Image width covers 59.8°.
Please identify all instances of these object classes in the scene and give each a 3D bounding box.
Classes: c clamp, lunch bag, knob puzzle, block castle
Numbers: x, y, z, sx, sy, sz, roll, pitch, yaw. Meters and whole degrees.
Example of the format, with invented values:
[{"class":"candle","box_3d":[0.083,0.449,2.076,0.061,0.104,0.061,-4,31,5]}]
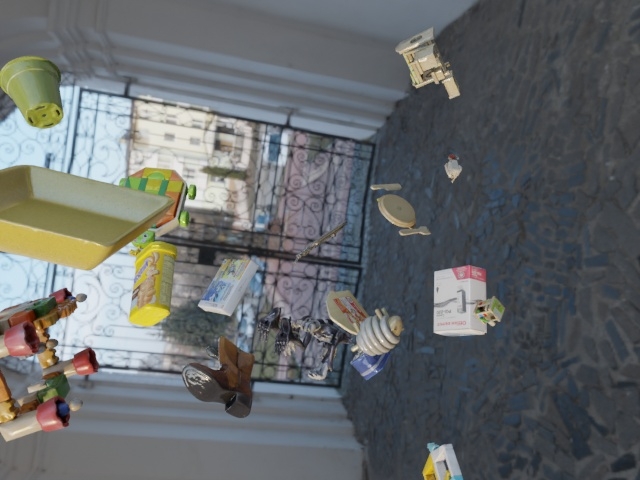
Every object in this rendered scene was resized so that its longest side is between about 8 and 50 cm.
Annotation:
[{"class":"c clamp","box_3d":[0.000,0.000,1.477,0.022,0.161,0.137,54,157,7]},{"class":"lunch bag","box_3d":[0.126,0.288,1.352,0.067,0.065,0.098,-41,0,33]},{"class":"knob puzzle","box_3d":[0.084,0.246,1.834,0.030,0.213,0.213,-49,27,26]},{"class":"block castle","box_3d":[-0.768,0.320,1.576,0.453,0.213,0.302,-141,34,-77]}]

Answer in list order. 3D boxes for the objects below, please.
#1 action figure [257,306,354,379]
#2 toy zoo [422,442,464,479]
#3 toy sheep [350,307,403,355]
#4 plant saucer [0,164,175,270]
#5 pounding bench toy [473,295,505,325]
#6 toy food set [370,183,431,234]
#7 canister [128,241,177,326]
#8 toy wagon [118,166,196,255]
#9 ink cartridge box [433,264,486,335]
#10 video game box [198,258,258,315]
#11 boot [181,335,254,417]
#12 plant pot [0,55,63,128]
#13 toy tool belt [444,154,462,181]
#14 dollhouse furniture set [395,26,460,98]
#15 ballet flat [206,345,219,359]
[{"class":"action figure","box_3d":[-0.033,0.253,1.380,0.164,0.276,0.140,22,90,43]},{"class":"toy zoo","box_3d":[0.361,0.719,1.584,0.293,0.030,0.192,-103,19,-44]},{"class":"toy sheep","box_3d":[0.118,0.198,1.173,0.132,0.091,0.091,-36,36,25]},{"class":"plant saucer","box_3d":[-0.478,-0.042,1.016,0.332,0.333,0.080,-75,-1,-72]},{"class":"pounding bench toy","box_3d":[0.468,0.209,1.569,0.065,0.052,0.083,-26,23,49]},{"class":"toy food set","box_3d":[0.220,-0.080,1.593,0.038,0.132,0.192,-57,49,42]},{"class":"canister","box_3d":[-0.396,0.104,1.313,0.126,0.073,0.169,-33,48,40]},{"class":"toy wagon","box_3d":[-0.585,-0.104,1.918,0.068,0.267,0.344,93,-178,-57]},{"class":"ink cartridge box","box_3d":[0.464,0.204,1.855,0.159,0.092,0.217,-17,65,51]},{"class":"video game box","box_3d":[-0.329,0.163,1.978,0.187,0.048,0.205,1,57,49]},{"class":"boot","box_3d":[-0.315,0.396,1.782,0.096,0.264,0.280,-48,22,21]},{"class":"plant pot","box_3d":[-0.406,-0.206,0.798,0.079,0.083,0.083,61,152,23]},{"class":"toy tool belt","box_3d":[0.412,-0.226,1.747,0.051,0.052,0.083,98,173,-46]},{"class":"dollhouse furniture set","box_3d":[0.267,-0.399,1.384,0.182,0.101,0.161,54,-149,-32]},{"class":"ballet flat","box_3d":[-0.367,0.457,2.186,0.057,0.173,0.049,-65,-4,4]}]
